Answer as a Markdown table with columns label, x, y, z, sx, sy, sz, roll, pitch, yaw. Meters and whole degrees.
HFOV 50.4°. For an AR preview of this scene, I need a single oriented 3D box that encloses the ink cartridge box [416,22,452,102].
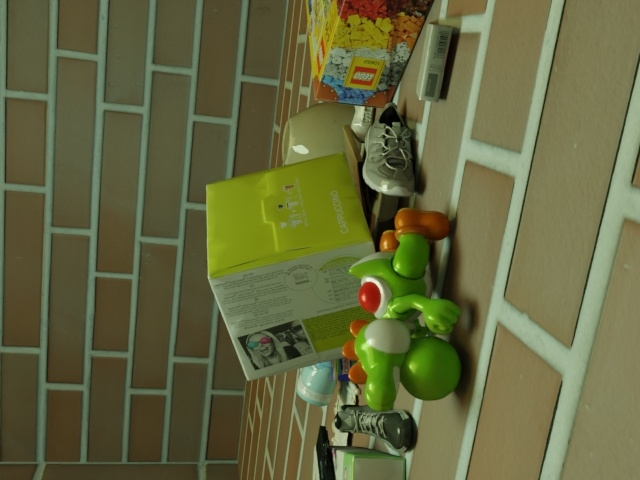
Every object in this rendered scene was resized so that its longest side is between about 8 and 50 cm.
| label | x | y | z | sx | sy | sz | roll | pitch | yaw |
| --- | --- | --- | --- | --- | --- | --- | --- | --- | --- |
| ink cartridge box | 0.226 | -0.360 | 1.369 | 0.179 | 0.045 | 0.145 | -67 | -14 | -70 |

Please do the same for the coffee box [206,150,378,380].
| label | x | y | z | sx | sy | sz | roll | pitch | yaw |
| --- | --- | --- | --- | --- | --- | --- | --- | --- | --- |
| coffee box | -0.052 | 0.051 | 1.537 | 0.337 | 0.338 | 0.334 | -103 | -1 | -50 |

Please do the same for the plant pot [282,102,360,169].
| label | x | y | z | sx | sy | sz | roll | pitch | yaw |
| --- | --- | --- | --- | --- | --- | --- | --- | --- | --- |
| plant pot | -0.009 | -0.281 | 2.002 | 0.284 | 0.191 | 0.284 | -177 | 90 | -77 |

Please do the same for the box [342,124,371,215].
| label | x | y | z | sx | sy | sz | roll | pitch | yaw |
| --- | --- | --- | --- | --- | --- | --- | --- | --- | --- |
| box | 0.094 | -0.186 | 1.773 | 0.201 | 0.021 | 0.164 | -102 | 0 | -53 |

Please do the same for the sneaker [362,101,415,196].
| label | x | y | z | sx | sy | sz | roll | pitch | yaw |
| --- | --- | --- | --- | --- | --- | --- | --- | --- | --- |
| sneaker | 0.147 | -0.199 | 1.470 | 0.281 | 0.105 | 0.115 | -100 | 19 | -49 |

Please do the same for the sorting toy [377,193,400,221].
| label | x | y | z | sx | sy | sz | roll | pitch | yaw |
| --- | --- | --- | --- | --- | --- | --- | --- | --- | --- |
| sorting toy | 0.154 | -0.090 | 1.562 | 0.075 | 0.045 | 0.083 | -102 | 19 | -73 |

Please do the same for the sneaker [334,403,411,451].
| label | x | y | z | sx | sy | sz | roll | pitch | yaw |
| --- | --- | --- | --- | --- | --- | --- | --- | --- | --- |
| sneaker | 0.100 | 0.391 | 1.427 | 0.229 | 0.132 | 0.086 | 156 | 118 | -76 |

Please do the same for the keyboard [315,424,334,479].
| label | x | y | z | sx | sy | sz | roll | pitch | yaw |
| --- | --- | --- | --- | --- | --- | --- | --- | --- | --- |
| keyboard | 0.013 | 0.495 | 1.497 | 0.180 | 0.023 | 0.108 | -101 | 16 | -52 |

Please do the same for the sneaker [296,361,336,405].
| label | x | y | z | sx | sy | sz | roll | pitch | yaw |
| --- | --- | --- | --- | --- | --- | --- | --- | --- | --- |
| sneaker | 0.023 | 0.293 | 1.874 | 0.319 | 0.127 | 0.208 | -96 | 28 | -71 |

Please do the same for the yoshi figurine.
| label | x | y | z | sx | sy | sz | roll | pitch | yaw |
| --- | --- | --- | --- | --- | --- | --- | --- | --- | --- |
| yoshi figurine | 0.176 | 0.135 | 1.213 | 0.203 | 0.203 | 0.362 | -11 | 53 | 36 |

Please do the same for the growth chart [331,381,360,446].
| label | x | y | z | sx | sy | sz | roll | pitch | yaw |
| --- | --- | --- | --- | --- | --- | --- | --- | --- | --- |
| growth chart | 0.062 | 0.469 | 1.821 | 0.172 | 0.021 | 0.237 | -125 | 41 | -71 |

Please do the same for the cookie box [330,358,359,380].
| label | x | y | z | sx | sy | sz | roll | pitch | yaw |
| --- | --- | --- | --- | --- | --- | --- | --- | --- | --- |
| cookie box | 0.080 | 0.286 | 1.604 | 0.040 | 0.107 | 0.091 | 139 | 133 | -73 |

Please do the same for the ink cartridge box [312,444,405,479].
| label | x | y | z | sx | sy | sz | roll | pitch | yaw |
| --- | --- | --- | --- | --- | --- | --- | --- | --- | --- |
| ink cartridge box | 0.073 | 0.568 | 1.514 | 0.353 | 0.119 | 0.207 | 141 | 134 | -72 |

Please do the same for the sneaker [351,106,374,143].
| label | x | y | z | sx | sy | sz | roll | pitch | yaw |
| --- | --- | --- | --- | --- | --- | --- | --- | --- | --- |
| sneaker | 0.114 | -0.329 | 1.783 | 0.061 | 0.054 | 0.152 | 135 | 139 | -67 |

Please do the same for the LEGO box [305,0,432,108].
| label | x | y | z | sx | sy | sz | roll | pitch | yaw |
| --- | --- | --- | --- | --- | --- | --- | --- | --- | --- |
| LEGO box | 0.099 | -0.631 | 1.627 | 0.372 | 0.193 | 0.500 | 111 | 159 | -52 |
